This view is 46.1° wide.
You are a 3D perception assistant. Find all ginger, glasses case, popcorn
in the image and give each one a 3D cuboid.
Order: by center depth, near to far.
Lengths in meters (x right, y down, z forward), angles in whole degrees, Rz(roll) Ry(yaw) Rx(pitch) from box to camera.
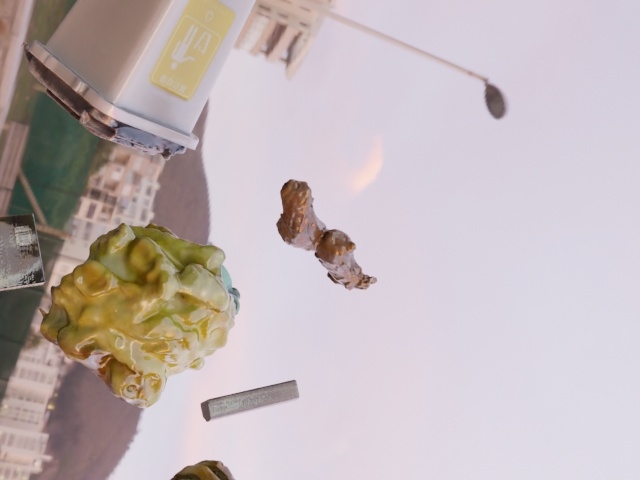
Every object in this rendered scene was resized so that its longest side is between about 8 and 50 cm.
[{"bbox_3d":[-0.301,0.107,1.279,0.312,0.312,0.312,-51,-151,45],"label":"popcorn"},{"bbox_3d":[0.001,0.002,1.399,0.122,0.290,0.084,10,-121,43],"label":"ginger"},{"bbox_3d":[-0.152,0.349,1.635,0.071,0.205,0.047,141,-63,-63],"label":"glasses case"}]

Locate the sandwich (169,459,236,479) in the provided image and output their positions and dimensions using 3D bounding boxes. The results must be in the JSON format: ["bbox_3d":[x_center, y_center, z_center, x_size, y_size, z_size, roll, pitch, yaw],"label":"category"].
[{"bbox_3d":[-0.195,0.559,1.397,0.100,0.288,0.254,-30,170,-46],"label":"sandwich"}]

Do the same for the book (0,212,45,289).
[{"bbox_3d":[-0.718,0.033,1.597,0.024,0.228,0.160,-15,-95,62],"label":"book"}]

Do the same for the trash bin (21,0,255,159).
[{"bbox_3d":[-0.297,-0.363,1.282,0.296,0.256,0.367,39,-78,28],"label":"trash bin"}]

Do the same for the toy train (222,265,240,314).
[{"bbox_3d":[-0.298,0.149,1.791,0.101,0.248,0.159,-12,-75,45],"label":"toy train"}]
